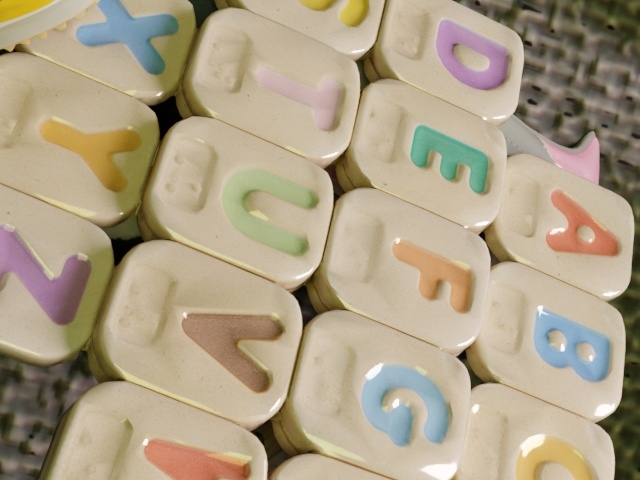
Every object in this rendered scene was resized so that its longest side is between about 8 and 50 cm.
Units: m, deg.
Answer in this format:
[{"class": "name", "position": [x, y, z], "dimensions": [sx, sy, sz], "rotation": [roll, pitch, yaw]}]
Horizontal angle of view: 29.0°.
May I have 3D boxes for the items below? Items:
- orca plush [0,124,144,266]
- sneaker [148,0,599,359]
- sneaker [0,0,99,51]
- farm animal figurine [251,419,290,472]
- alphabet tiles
[{"class": "orca plush", "position": [-0.160, -0.005, 0.512], "dimensions": [0.287, 0.151, 0.102], "rotation": [17, 90, -12]}, {"class": "sneaker", "position": [-0.007, -0.074, 0.581], "dimensions": [0.319, 0.112, 0.131], "rotation": [36, 63, -12]}, {"class": "sneaker", "position": [-0.167, -0.086, 0.416], "dimensions": [0.185, 0.069, 0.084], "rotation": [-30, 145, -4]}, {"class": "farm animal figurine", "position": [-0.124, 0.236, 0.499], "dimensions": [0.172, 0.330, 0.327], "rotation": [46, 54, 0]}, {"class": "alphabet tiles", "position": [0.000, 0.000, 0.467], "dimensions": [0.278, 0.021, 0.284], "rotation": [24, 56, -14]}]
